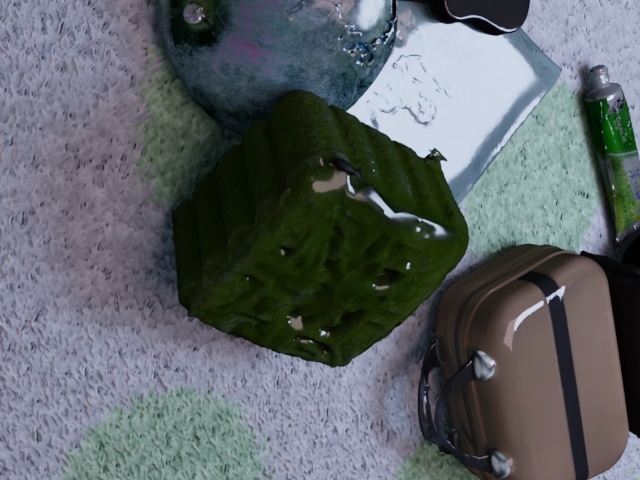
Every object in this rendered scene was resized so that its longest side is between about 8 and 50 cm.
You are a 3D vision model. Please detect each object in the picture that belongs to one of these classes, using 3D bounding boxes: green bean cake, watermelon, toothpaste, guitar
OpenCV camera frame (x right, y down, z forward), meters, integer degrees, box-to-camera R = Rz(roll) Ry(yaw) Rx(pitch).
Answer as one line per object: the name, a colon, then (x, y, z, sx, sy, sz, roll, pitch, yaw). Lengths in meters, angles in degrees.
green bean cake: (0.000, 0.000, 1.264, 0.249, 0.156, 0.247, 27, 122, -34)
watermelon: (-0.050, -0.253, 1.218, 0.175, 0.188, 0.322, -20, 105, -37)
toothpaste: (0.398, -0.118, 1.621, 0.078, 0.047, 0.248, -29, 115, -23)
guitar: (0.113, -0.280, 1.358, 0.271, 0.038, 0.084, 0, 94, -22)

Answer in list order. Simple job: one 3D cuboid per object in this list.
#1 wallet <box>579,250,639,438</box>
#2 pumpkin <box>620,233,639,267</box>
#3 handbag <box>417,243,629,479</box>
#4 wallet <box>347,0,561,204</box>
wallet: (0.393, 0.138, 1.584, 0.049, 0.182, 0.229, -16, 109, -19)
pumpkin: (0.484, 0.077, 1.647, 0.202, 0.140, 0.202, -4, 96, -44)
handbag: (0.242, 0.179, 1.516, 0.283, 0.149, 0.302, -20, 111, -26)
wallet: (0.127, -0.176, 1.432, 0.251, 0.054, 0.290, 44, 80, -26)
